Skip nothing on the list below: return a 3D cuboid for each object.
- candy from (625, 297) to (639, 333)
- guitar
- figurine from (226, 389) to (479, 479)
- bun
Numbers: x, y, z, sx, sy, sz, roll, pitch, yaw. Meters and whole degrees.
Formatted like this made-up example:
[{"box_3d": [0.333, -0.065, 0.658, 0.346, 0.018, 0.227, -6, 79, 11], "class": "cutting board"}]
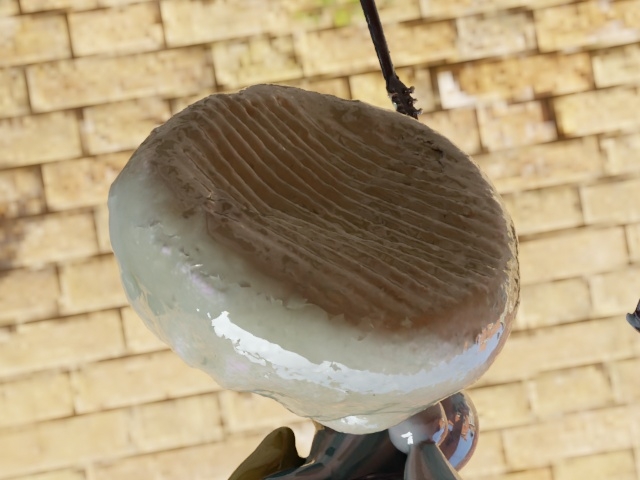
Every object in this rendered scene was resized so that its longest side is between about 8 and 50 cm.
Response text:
[{"box_3d": [0.276, -0.002, 1.324, 0.094, 0.051, 0.226, 0, 140, 0], "class": "candy"}, {"box_3d": [0.033, -0.192, 1.281, 0.088, 0.233, 0.025, -15, 177, -36], "class": "guitar"}, {"box_3d": [0.111, 0.263, 1.513, 0.377, 0.361, 0.266, 7, 159, 46], "class": "figurine"}, {"box_3d": [-0.003, 0.016, 0.956, 0.231, 0.133, 0.231, 11, -143, -9], "class": "bun"}]
